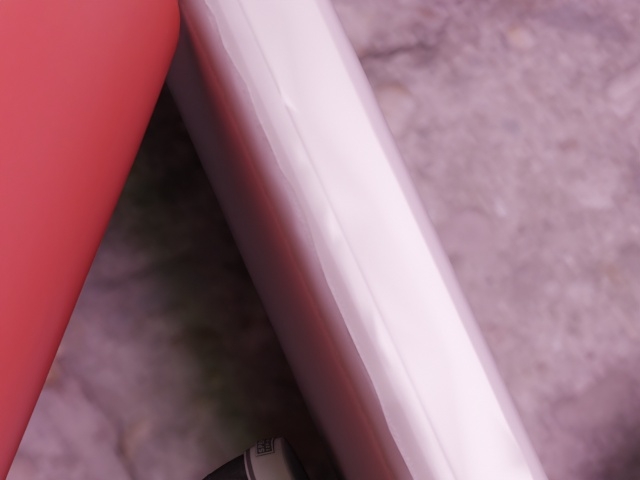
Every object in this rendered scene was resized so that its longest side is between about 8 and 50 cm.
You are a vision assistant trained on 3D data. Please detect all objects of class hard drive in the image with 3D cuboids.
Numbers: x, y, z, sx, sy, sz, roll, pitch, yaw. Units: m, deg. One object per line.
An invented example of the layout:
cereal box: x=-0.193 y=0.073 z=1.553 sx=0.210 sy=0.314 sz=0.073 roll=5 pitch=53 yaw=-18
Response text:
hard drive: x=0.000 y=0.000 z=0.484 sx=0.040 sy=0.203 sz=0.307 roll=-23 pitch=80 yaw=-7

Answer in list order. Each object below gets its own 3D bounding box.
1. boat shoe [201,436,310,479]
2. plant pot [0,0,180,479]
boat shoe: x=0.000 y=0.138 z=0.523 sx=0.040 sy=0.049 sz=0.142 roll=-26 pitch=83 yaw=4
plant pot: x=-0.190 y=0.026 z=0.369 sx=0.275 sy=0.275 sz=0.243 roll=15 pitch=75 yaw=-18
